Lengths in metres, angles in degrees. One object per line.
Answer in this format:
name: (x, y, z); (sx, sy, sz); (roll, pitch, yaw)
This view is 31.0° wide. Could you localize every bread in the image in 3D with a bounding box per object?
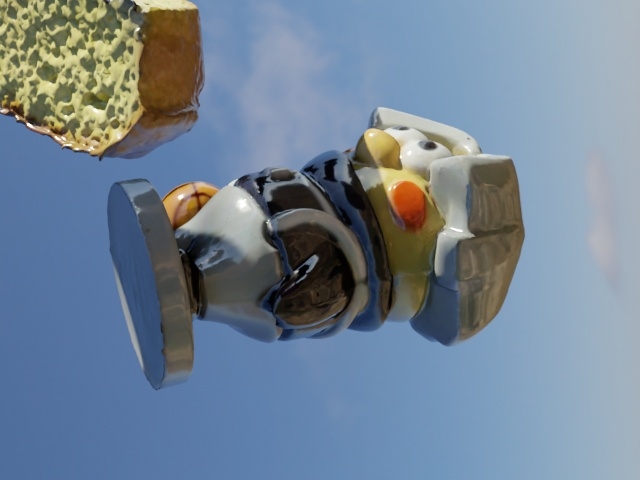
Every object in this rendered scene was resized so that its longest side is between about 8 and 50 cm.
bread: (-0.170, -0.144, 0.916); (0.134, 0.260, 0.129); (-4, -69, -48)

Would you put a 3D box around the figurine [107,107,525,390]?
figurine: (0.000, 0.000, 0.686); (0.176, 0.236, 0.133); (-133, 36, -58)
